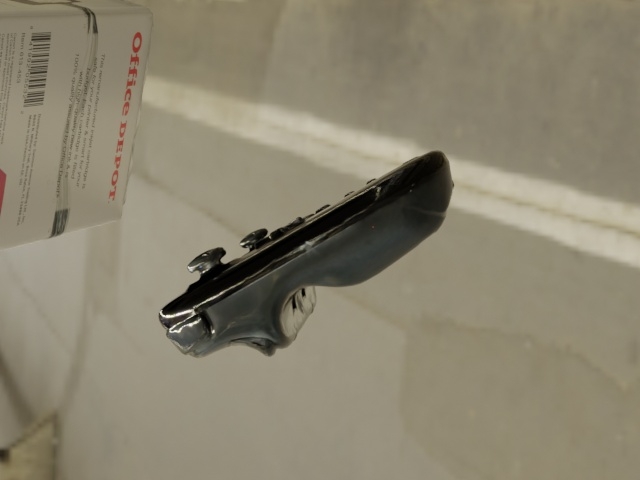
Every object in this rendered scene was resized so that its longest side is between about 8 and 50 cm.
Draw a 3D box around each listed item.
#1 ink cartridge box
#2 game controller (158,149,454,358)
[{"bbox_3d":[-0.227,-0.091,1.160,0.237,0.100,0.172,-21,-56,-66],"label":"ink cartridge box"},{"bbox_3d":[0.000,0.000,0.922,0.067,0.166,0.319,51,-176,-1],"label":"game controller"}]
